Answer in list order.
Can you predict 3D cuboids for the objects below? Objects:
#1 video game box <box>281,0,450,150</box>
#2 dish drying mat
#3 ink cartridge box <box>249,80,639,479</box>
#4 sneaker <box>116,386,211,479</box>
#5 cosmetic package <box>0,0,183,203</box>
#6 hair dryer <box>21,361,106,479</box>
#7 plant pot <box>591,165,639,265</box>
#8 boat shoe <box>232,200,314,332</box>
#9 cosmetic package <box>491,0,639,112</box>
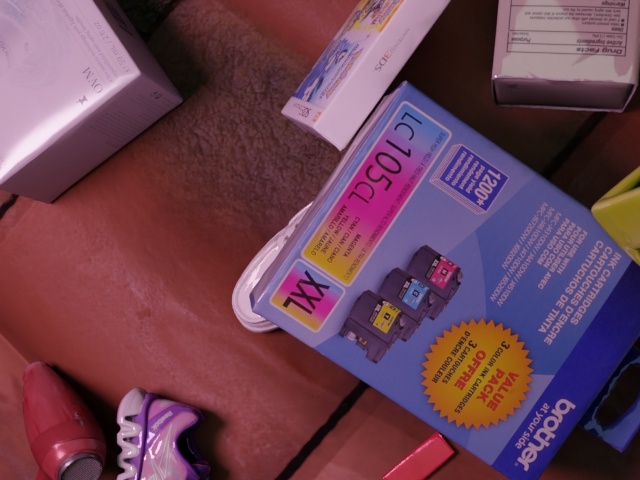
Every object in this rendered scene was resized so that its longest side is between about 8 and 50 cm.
[{"bbox_3d":[0.046,-0.203,1.041,0.048,0.187,0.205,35,92,-20],"label":"video game box"},{"bbox_3d":[0.111,0.254,1.064,0.083,0.008,0.032,-42,76,7],"label":"dish drying mat"},{"bbox_3d":[0.164,0.061,0.965,0.395,0.151,0.270,33,92,-7],"label":"ink cartridge box"},{"bbox_3d":[-0.180,0.290,1.088,0.105,0.095,0.236,1,83,4],"label":"sneaker"},{"bbox_3d":[-0.335,-0.205,1.152,0.225,0.138,0.224,-37,77,8],"label":"cosmetic package"},{"bbox_3d":[-0.326,0.280,1.098,0.224,0.080,0.293,-26,60,40],"label":"hair dryer"},{"bbox_3d":[0.421,-0.027,0.819,0.228,0.227,0.207,-37,91,-16],"label":"plant pot"},{"bbox_3d":[0.000,0.000,1.071,0.277,0.096,0.098,-41,77,6],"label":"boat shoe"},{"bbox_3d":[0.274,-0.299,1.025,0.153,0.129,0.296,6,85,12],"label":"cosmetic package"}]
